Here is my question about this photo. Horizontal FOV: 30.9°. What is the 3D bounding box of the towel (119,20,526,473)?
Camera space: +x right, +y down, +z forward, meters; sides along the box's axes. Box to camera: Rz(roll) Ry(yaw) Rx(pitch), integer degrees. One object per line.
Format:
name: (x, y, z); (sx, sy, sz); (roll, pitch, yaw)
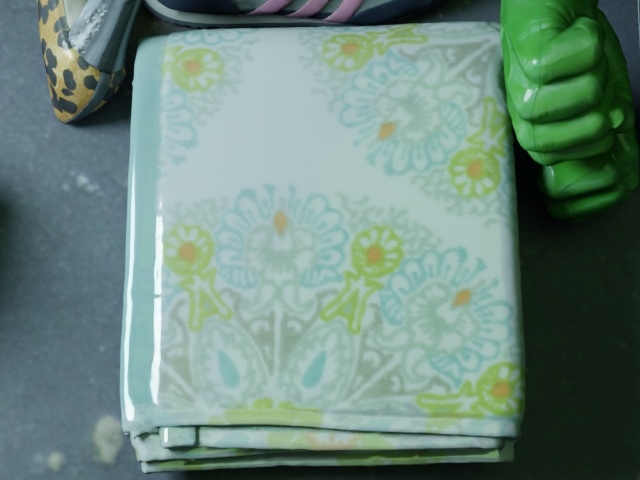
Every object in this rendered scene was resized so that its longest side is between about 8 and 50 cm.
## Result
towel: (0.000, 0.000, 0.948); (0.320, 0.090, 0.375); (0, 75, 0)

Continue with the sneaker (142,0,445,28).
sneaker: (-0.003, -0.260, 1.029); (0.318, 0.131, 0.112); (-9, 73, -12)

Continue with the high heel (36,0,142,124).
high heel: (-0.239, -0.233, 1.025); (0.093, 0.186, 0.261); (4, 33, -42)

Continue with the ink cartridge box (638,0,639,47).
ink cartridge box: (0.368, -0.179, 1.025); (0.165, 0.065, 0.333); (-4, 85, 21)

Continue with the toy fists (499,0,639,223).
toy fists: (0.210, -0.110, 0.948); (0.096, 0.279, 0.142); (-3, 67, 18)
